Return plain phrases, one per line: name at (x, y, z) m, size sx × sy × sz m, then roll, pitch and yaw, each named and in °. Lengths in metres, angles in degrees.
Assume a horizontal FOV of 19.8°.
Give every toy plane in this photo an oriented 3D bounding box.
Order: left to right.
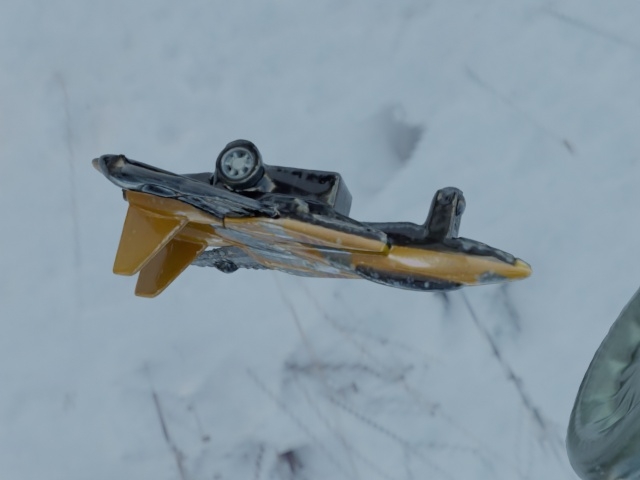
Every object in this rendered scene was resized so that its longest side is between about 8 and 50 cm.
toy plane at (0.002, -0.012, 1.360) m, size 0.316 × 0.103 × 0.204 m, roll 0°, pitch 158°, yaw 15°

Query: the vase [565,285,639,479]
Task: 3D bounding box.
vase at (0.249, 0.117, 0.728) m, size 0.299 × 0.143 × 0.143 m, roll 32°, pitch 118°, yaw -7°
